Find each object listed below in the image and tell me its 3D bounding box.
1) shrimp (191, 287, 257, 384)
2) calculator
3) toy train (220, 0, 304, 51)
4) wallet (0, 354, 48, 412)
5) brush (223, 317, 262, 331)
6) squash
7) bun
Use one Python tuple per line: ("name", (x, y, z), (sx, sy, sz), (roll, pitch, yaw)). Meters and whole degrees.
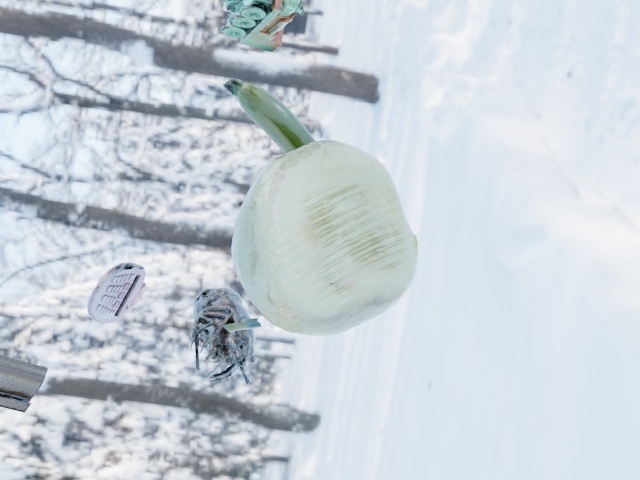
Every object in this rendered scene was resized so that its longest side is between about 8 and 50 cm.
("shrimp", (-0.201, 0.223, 2.018), (0.372, 0.137, 0.172), (-103, 3, -60))
("calculator", (-0.309, 0.080, 1.463), (0.103, 0.024, 0.166), (-61, -11, 0))
("toy train", (-0.094, -0.379, 1.596), (0.176, 0.118, 0.074), (-21, 62, 62))
("wallet", (-0.573, 0.212, 1.527), (0.133, 0.243, 0.039), (-49, 28, 41))
("brush", (-0.124, 0.136, 1.537), (0.084, 0.016, 0.013), (-4, -49, -54))
("squash", (-0.080, -0.226, 1.841), (0.066, 0.252, 0.066), (-40, 18, 16))
("bun", (0.000, 0.000, 1.693), (0.213, 0.361, 0.360), (-20, 58, 56))
